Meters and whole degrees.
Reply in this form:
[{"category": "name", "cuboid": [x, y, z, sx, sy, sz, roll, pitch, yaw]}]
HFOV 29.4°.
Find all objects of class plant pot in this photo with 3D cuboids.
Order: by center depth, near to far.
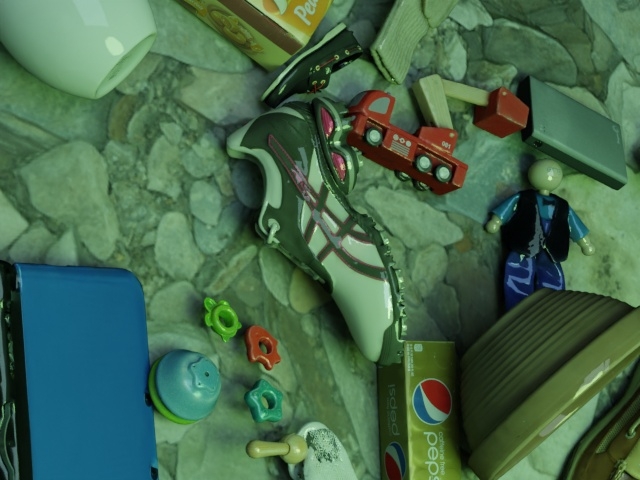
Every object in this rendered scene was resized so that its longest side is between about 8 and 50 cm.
[{"category": "plant pot", "cuboid": [0.215, 0.123, 1.194, 0.237, 0.237, 0.110, -32, 73, -29]}]

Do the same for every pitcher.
[{"category": "pitcher", "cuboid": [-0.232, -0.238, 1.083, 0.207, 0.125, 0.178, 44, 48, -2]}]

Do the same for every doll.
[{"category": "doll", "cuboid": [0.240, 0.004, 1.315, 0.129, 0.046, 0.189, 8, 76, -14]}]

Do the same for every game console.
[{"category": "game console", "cuboid": [-0.277, 0.172, 1.022, 0.250, 0.173, 0.293, -6, 81, 3]}]

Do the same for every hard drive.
[{"category": "hard drive", "cuboid": [0.281, -0.119, 1.358, 0.135, 0.022, 0.094, 24, 46, -22]}]

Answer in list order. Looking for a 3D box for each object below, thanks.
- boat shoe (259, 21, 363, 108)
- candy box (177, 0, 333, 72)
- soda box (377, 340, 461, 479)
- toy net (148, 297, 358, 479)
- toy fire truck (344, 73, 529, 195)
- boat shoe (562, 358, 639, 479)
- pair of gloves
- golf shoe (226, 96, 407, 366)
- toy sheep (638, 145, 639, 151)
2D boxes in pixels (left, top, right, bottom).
[{"category": "boat shoe", "cuboid": [-0.007, -0.169, 1.218, 0.042, 0.049, 0.133, 50, 58, -2]}, {"category": "candy box", "cuboid": [-0.030, -0.348, 1.216, 0.183, 0.087, 0.316, 36, 66, -13]}, {"category": "soda box", "cuboid": [0.097, 0.191, 1.197, 0.061, 0.058, 0.181, 4, 79, -27]}, {"category": "toy net", "cuboid": [-0.049, 0.163, 1.139, 0.232, 0.045, 0.122, 43, 43, -17]}, {"category": "toy fire truck", "cuboid": [0.118, -0.124, 1.277, 0.192, 0.047, 0.135, 26, 69, -20]}, {"category": "boat shoe", "cuboid": [0.362, 0.222, 1.295, 0.122, 0.120, 0.324, 41, 64, -15]}, {"category": "pair of gloves", "cuboid": [0.096, -0.298, 1.231, 0.204, 0.042, 0.240, -60, 149, -25]}, {"category": "golf shoe", "cuboid": [0.000, 0.000, 1.175, 0.120, 0.105, 0.272, -18, 83, -13]}, {"category": "toy sheep", "cuboid": [0.425, -0.090, 1.413, 0.132, 0.091, 0.091, -14, 87, -35]}]
